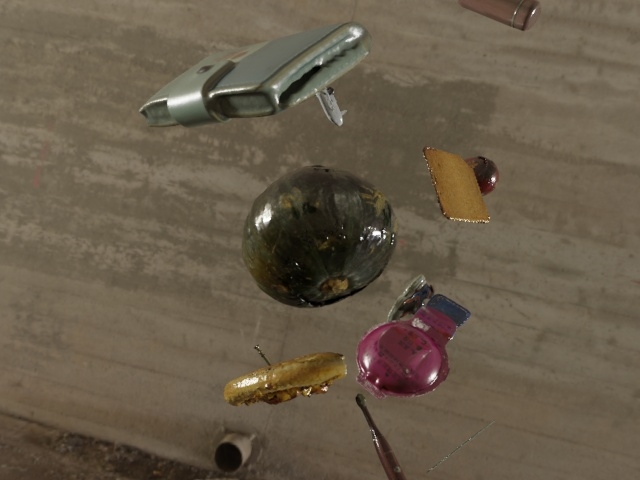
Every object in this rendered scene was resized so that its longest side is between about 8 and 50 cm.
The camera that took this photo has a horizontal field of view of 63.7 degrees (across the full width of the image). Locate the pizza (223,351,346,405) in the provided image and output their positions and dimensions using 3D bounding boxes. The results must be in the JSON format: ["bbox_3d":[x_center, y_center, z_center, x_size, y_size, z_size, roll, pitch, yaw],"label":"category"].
[{"bbox_3d":[-0.089,0.370,1.368,0.409,0.113,0.278,-18,-16,26],"label":"pizza"}]

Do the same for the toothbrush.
[{"bbox_3d":[0.168,0.540,1.266,0.041,0.041,0.364,11,39,-38],"label":"toothbrush"}]

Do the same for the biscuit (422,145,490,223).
[{"bbox_3d":[0.399,-0.158,1.500,0.237,0.231,0.013,3,-24,-41],"label":"biscuit"}]

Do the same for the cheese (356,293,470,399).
[{"bbox_3d":[0.158,0.175,0.870,0.155,0.062,0.244,33,53,31],"label":"cheese"}]

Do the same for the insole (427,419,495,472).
[{"bbox_3d":[0.238,0.349,0.873,0.002,0.153,0.053,53,15,27],"label":"insole"}]

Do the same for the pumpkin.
[{"bbox_3d":[0.000,0.000,1.458,0.455,0.454,0.344,11,39,-40],"label":"pumpkin"}]

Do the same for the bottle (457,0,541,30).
[{"bbox_3d":[0.307,-0.410,0.892,0.140,0.053,0.053,37,12,24],"label":"bottle"}]

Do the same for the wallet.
[{"bbox_3d":[-0.125,-0.260,0.820,0.360,0.083,0.252,6,40,41],"label":"wallet"}]

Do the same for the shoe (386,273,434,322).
[{"bbox_3d":[0.337,0.238,1.873,0.126,0.227,0.099,35,12,5],"label":"shoe"}]

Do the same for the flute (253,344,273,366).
[{"bbox_3d":[-0.176,0.494,1.963,0.233,0.027,0.027,50,9,9],"label":"flute"}]

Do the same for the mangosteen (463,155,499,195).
[{"bbox_3d":[0.575,-0.226,1.915,0.166,0.166,0.180,12,-21,18],"label":"mangosteen"}]

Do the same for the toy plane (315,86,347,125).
[{"bbox_3d":[0.023,-0.439,1.616,0.171,0.065,0.162,49,0,-16],"label":"toy plane"}]
